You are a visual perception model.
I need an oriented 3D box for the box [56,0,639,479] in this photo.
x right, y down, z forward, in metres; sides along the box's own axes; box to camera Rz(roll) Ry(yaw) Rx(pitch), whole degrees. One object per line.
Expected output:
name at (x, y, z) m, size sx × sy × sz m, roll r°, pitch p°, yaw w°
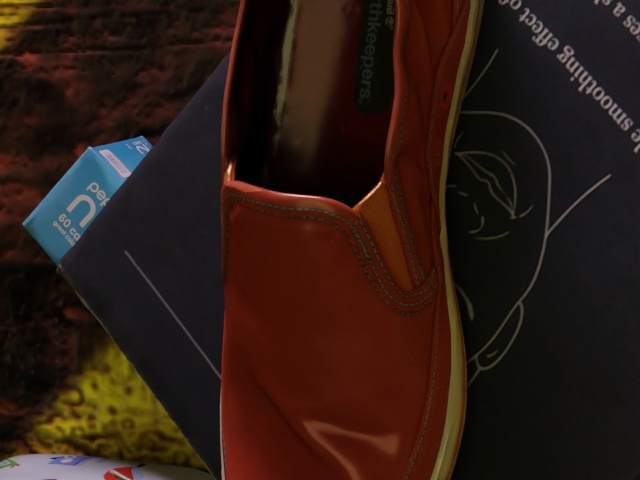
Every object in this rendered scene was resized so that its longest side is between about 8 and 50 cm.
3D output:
box at (0.119, -0.016, 0.929) m, size 0.395 × 0.212 × 0.293 m, roll -48°, pitch 66°, yaw 22°

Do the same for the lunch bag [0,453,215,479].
lunch bag at (-0.123, 0.275, 1.170) m, size 0.243 × 0.115 × 0.303 m, roll 4°, pitch 102°, yaw 20°

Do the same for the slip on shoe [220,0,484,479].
slip on shoe at (0.000, 0.000, 0.821) m, size 0.123 × 0.101 × 0.331 m, roll 9°, pitch 95°, yaw 31°

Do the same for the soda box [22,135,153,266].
soda box at (-0.074, 0.040, 1.130) m, size 0.210 × 0.067 × 0.071 m, roll 49°, pitch 113°, yaw 9°
